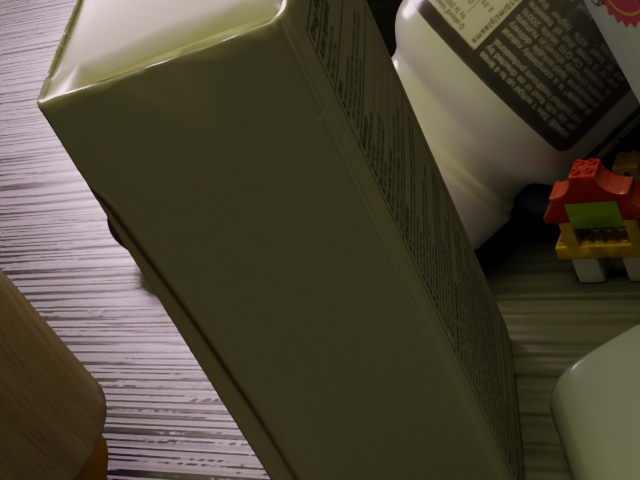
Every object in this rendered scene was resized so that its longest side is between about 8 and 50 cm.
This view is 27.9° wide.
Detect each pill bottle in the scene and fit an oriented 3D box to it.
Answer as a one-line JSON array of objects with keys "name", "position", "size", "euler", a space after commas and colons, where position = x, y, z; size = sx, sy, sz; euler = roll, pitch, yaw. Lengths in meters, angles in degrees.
[{"name": "pill bottle", "position": [0.146, -0.135, 0.786], "size": [0.278, 0.162, 0.162], "euler": [-45, 30, 15]}]

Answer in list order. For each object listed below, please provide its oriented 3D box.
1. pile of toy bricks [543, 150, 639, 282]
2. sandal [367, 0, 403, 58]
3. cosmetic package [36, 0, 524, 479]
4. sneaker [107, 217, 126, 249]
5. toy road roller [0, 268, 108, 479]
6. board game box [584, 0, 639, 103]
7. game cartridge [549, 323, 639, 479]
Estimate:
[{"name": "pile of toy bricks", "position": [0.234, -0.048, 0.716], "size": [0.212, 0.105, 0.118], "euler": [-3, 40, 32]}, {"name": "sandal", "position": [0.097, -0.180, 0.962], "size": [0.445, 0.168, 0.107], "euler": [-9, 13, 27]}, {"name": "cosmetic package", "position": [0.000, 0.000, 0.627], "size": [0.113, 0.309, 0.160], "euler": [-17, 34, 16]}, {"name": "sneaker", "position": [-0.053, -0.071, 0.944], "size": [0.267, 0.106, 0.101], "euler": [-21, 35, 22]}, {"name": "toy road roller", "position": [-0.290, 0.166, 0.707], "size": [0.329, 0.202, 0.241], "euler": [-26, 36, 10]}, {"name": "board game box", "position": [0.239, -0.132, 0.573], "size": [0.224, 0.097, 0.303], "euler": [-13, 63, -16]}, {"name": "game cartridge", "position": [0.259, 0.075, 0.581], "size": [0.297, 0.062, 0.198], "euler": [-21, 37, 9]}]
